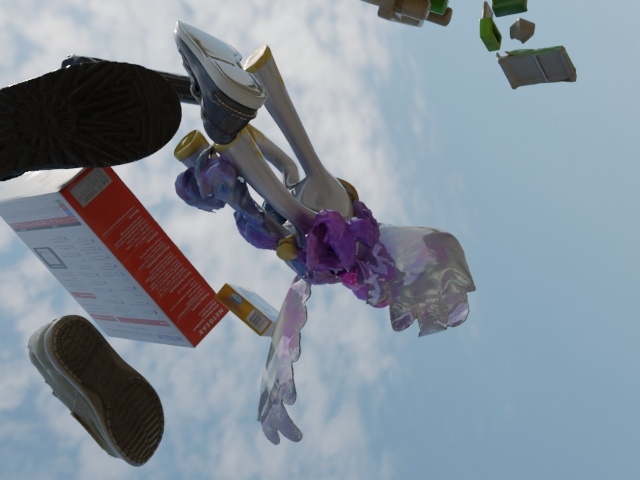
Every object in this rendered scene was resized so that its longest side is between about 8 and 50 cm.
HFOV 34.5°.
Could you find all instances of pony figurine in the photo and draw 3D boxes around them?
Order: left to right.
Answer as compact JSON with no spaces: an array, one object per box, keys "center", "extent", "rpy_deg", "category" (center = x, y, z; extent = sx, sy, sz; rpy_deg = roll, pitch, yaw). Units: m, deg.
[{"center":[0.000,0.000,1.160],"extent":[0.363,0.303,0.351],"rpy_deg":[47,-153,-23],"category":"pony figurine"}]

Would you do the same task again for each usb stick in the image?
[{"center":[-0.248,-0.229,1.494],"extent":[0.278,0.077,0.045],"rpy_deg":[1,-78,-49],"category":"usb stick"}]

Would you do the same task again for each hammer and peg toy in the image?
[{"center":[0.163,-0.490,1.700],"extent":[0.361,0.127,0.266],"rpy_deg":[-22,-48,-70],"category":"hammer and peg toy"}]

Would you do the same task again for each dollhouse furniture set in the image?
[{"center":[0.213,-0.223,1.075],"extent":[0.151,0.076,0.058],"rpy_deg":[43,-132,-52],"category":"dollhouse furniture set"}]

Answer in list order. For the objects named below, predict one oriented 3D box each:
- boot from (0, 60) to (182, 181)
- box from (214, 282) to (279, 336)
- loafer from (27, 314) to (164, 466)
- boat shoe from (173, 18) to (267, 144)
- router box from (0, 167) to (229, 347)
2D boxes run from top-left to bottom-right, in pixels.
[{"center":[-0.372,-0.148,1.359],"extent":[0.348,0.260,0.131],"rpy_deg":[-10,-85,-17],"category":"boot"},{"center":[-0.083,0.094,1.359],"extent":[0.081,0.028,0.136],"rpy_deg":[39,-176,13],"category":"box"},{"center":[-0.305,0.202,1.408],"extent":[0.102,0.092,0.268],"rpy_deg":[-50,-52,-34],"category":"loafer"},{"center":[-0.114,-0.160,1.020],"extent":[0.075,0.065,0.206],"rpy_deg":[19,-159,-31],"category":"boat shoe"},{"center":[-0.330,0.023,1.570],"extent":[0.082,0.335,0.301],"rpy_deg":[-48,-66,-25],"category":"router box"}]
